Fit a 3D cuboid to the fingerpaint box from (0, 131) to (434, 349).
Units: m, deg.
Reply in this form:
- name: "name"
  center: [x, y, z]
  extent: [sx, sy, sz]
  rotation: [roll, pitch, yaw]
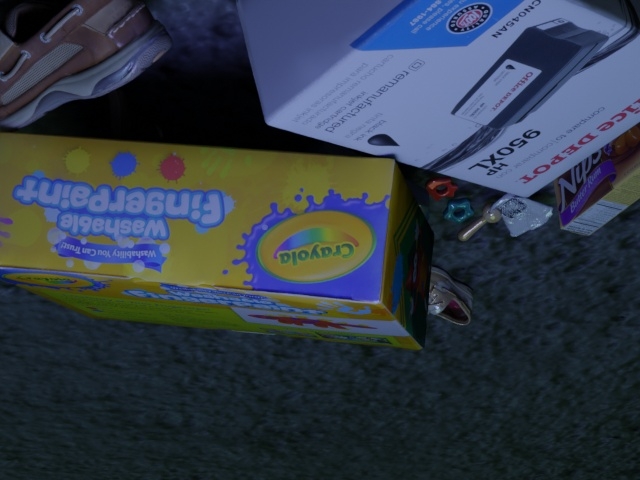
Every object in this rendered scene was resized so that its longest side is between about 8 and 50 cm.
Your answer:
- name: "fingerpaint box"
  center: [-0.111, 0.006, 1.635]
  extent: [0.445, 0.163, 0.371]
  rotation: [5, 169, 13]

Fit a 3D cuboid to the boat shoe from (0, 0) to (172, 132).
- name: "boat shoe"
  center: [-0.299, -0.203, 1.518]
  extent: [0.324, 0.123, 0.116]
  rotation: [-16, 116, 37]

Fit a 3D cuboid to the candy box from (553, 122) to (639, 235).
- name: "candy box"
  center: [0.369, -0.098, 1.784]
  extent: [0.053, 0.109, 0.187]
  rotation: [12, 148, -27]

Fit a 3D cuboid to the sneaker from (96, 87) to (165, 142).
- name: "sneaker"
  center: [-0.224, -0.136, 1.697]
  extent: [0.071, 0.066, 0.188]
  rotation: [-17, 158, -12]

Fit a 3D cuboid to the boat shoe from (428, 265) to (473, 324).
- name: "boat shoe"
  center: [0.175, 0.085, 2.135]
  extent: [0.170, 0.059, 0.063]
  rotation: [23, 141, -40]

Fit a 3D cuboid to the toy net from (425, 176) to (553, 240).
- name: "toy net"
  center: [0.199, -0.053, 1.916]
  extent: [0.232, 0.045, 0.122]
  rotation: [-4, 134, -6]

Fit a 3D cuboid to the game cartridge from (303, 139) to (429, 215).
- name: "game cartridge"
  center: [0.000, 0.000, 1.884]
  extent: [0.198, 0.062, 0.297]
  rotation: [23, 131, -27]

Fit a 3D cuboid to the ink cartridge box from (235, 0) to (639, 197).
- name: "ink cartridge box"
  center: [0.163, -0.209, 1.421]
  extent: [0.395, 0.166, 0.285]
  rotation: [12, 144, -41]
